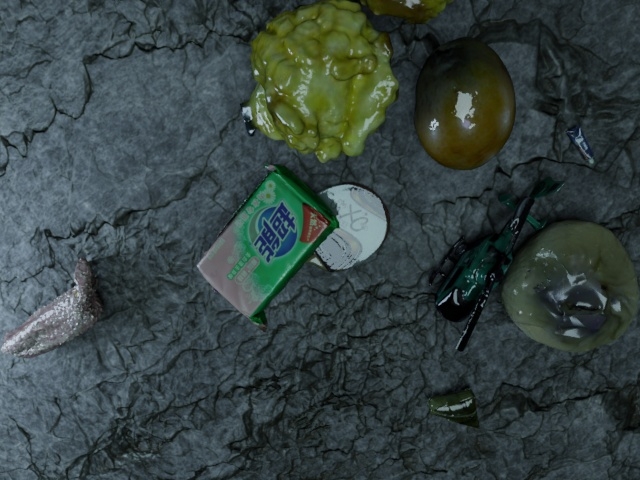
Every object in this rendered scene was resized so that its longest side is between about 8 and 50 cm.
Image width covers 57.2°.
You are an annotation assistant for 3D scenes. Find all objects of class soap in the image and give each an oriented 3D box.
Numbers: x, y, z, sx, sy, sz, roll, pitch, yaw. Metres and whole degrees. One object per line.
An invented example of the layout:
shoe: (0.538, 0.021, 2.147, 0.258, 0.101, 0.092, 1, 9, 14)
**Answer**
soap: (-0.100, 0.010, 1.154, 0.218, 0.098, 0.273, 42, 105, 4)

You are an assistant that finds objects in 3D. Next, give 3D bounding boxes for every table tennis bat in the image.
table tennis bat: (0.000, 0.000, 1.206, 0.301, 0.022, 0.173, -33, 103, 9)

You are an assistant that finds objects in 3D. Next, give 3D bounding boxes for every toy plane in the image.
toy plane: (0.336, 0.031, 1.150, 0.106, 0.155, 0.382, 37, 88, -10)

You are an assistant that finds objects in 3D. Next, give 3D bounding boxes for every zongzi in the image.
zongzi: (0.299, 0.394, 1.321, 0.109, 0.055, 0.119, -12, 119, 7)

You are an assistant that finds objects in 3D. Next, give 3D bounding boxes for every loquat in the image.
loquat: (0.256, -0.243, 1.047, 0.179, 0.179, 0.227, -2, 112, 1)

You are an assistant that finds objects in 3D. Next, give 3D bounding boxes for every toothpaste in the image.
toothpaste: (0.510, -0.185, 1.143, 0.027, 0.019, 0.083, -27, 107, 34)

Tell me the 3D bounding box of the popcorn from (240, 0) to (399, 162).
popcorn: (0.005, -0.259, 1.001, 0.237, 0.293, 0.293, -15, 109, -15)

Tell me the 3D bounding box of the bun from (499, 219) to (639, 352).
bun: (0.502, 0.100, 1.161, 0.272, 0.168, 0.273, 1, 105, 3)

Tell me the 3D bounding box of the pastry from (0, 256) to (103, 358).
pastry: (-0.541, 0.161, 1.222, 0.265, 0.103, 0.112, -41, 111, 14)

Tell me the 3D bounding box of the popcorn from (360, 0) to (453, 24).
popcorn: (0.129, -0.490, 0.886, 0.247, 0.282, 0.282, -43, 106, -21)
